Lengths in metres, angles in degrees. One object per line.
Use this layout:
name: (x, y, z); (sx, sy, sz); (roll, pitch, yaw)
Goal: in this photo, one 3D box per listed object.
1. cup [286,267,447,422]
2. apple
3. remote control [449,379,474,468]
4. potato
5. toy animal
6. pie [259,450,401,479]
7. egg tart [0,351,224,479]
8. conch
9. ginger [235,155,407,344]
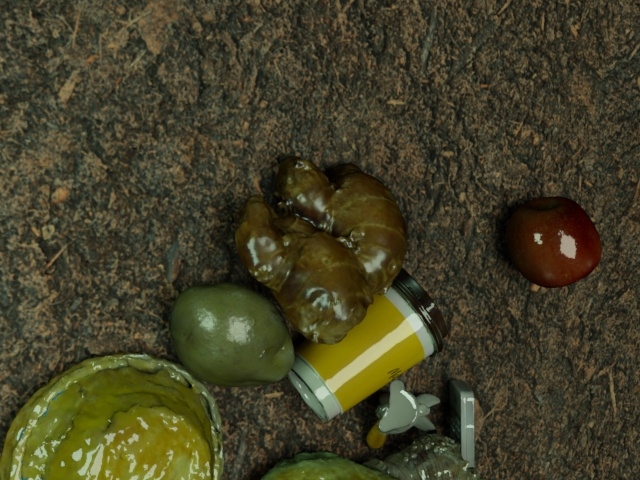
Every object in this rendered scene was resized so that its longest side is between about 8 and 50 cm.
cup: (0.079, 0.185, 1.823); (0.280, 0.196, 0.196); (-38, 115, -15)
apple: (0.465, 0.002, 2.047); (0.181, 0.181, 0.168); (-24, 108, -28)
remote control: (0.279, 0.405, 2.026); (0.034, 0.103, 0.250); (-3, 100, -5)
potato: (-0.142, 0.158, 1.676); (0.235, 0.178, 0.160); (35, 67, -33)
toy animal: (0.158, 0.338, 1.938); (0.127, 0.181, 0.131); (11, 78, 9)
pie: (0.019, 0.567, 1.792); (0.395, 0.180, 0.418); (36, 73, 6)
egg tart: (-0.302, 0.365, 1.616); (0.388, 0.169, 0.387); (-2, 93, -35)
conch: (0.195, 0.446, 1.937); (0.246, 0.162, 0.178); (7, 133, -1)
ginger: (0.007, -0.004, 1.729); (0.274, 0.152, 0.357); (36, 52, 5)
